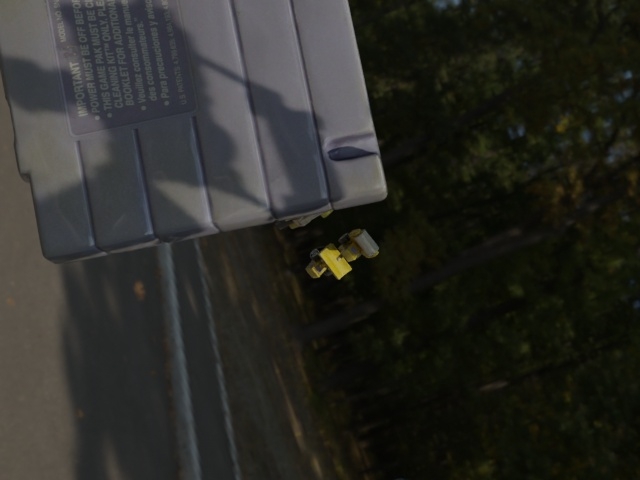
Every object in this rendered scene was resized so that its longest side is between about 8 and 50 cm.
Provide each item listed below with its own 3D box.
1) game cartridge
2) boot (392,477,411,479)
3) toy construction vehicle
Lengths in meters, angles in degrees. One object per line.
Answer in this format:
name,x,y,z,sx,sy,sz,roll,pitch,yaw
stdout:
game cartridge,-0.102,-0.177,0.625,0.068,0.230,0.355,30,49,-82
boot,0.026,0.302,0.624,0.094,0.246,0.207,52,-1,-42
toy construction vehicle,0.000,0.000,0.852,0.086,0.035,0.098,53,-29,-16
